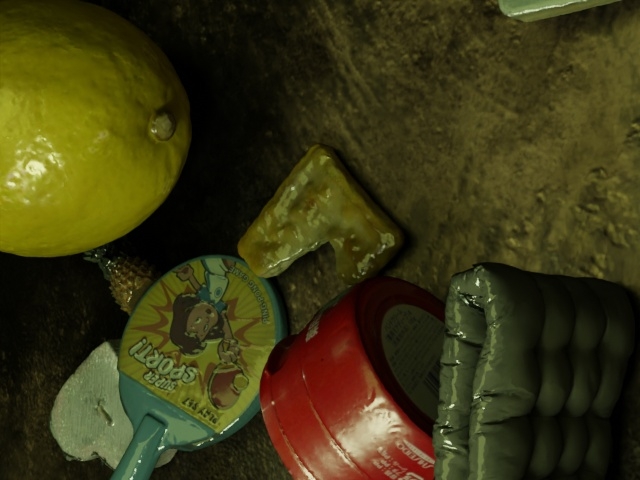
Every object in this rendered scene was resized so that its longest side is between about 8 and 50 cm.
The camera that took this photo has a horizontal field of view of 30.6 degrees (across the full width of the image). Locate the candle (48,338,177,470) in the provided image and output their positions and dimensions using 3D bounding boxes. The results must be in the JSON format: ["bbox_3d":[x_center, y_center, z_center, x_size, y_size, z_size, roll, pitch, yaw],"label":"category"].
[{"bbox_3d":[-0.265,0.210,1.512,0.192,0.068,0.168,9,94,37],"label":"candle"}]

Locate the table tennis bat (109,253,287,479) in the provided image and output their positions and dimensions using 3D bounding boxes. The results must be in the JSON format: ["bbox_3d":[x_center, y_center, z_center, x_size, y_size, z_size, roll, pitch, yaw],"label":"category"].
[{"bbox_3d":[-0.165,0.170,1.409,0.215,0.044,0.329,28,88,26],"label":"table tennis bat"}]

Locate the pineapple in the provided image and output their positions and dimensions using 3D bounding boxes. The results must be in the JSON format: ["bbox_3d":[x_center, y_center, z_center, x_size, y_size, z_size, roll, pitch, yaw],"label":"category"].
[{"bbox_3d":[-0.261,0.036,1.533,0.159,0.074,0.074,42,111,42],"label":"pineapple"}]

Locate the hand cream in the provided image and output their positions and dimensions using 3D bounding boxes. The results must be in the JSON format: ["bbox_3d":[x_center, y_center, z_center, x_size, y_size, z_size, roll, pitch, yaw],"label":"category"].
[{"bbox_3d":[0.066,0.159,1.163,0.149,0.230,0.230,-38,64,30],"label":"hand cream"}]

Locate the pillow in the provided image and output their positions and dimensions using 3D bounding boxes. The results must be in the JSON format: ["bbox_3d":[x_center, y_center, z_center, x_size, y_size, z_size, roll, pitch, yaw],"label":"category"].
[{"bbox_3d":[0.194,0.190,1.061,0.101,0.228,0.326,-3,82,43],"label":"pillow"}]

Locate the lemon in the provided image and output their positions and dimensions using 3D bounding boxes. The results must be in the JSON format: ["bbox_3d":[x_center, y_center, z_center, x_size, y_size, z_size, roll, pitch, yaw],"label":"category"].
[{"bbox_3d":[-0.331,-0.139,1.440,0.348,0.348,0.348,-5,82,38],"label":"lemon"}]

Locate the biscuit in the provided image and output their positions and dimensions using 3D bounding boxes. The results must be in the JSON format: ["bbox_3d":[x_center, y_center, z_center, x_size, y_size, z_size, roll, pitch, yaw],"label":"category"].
[{"bbox_3d":[0.000,0.000,1.342,0.183,0.039,0.174,47,108,32],"label":"biscuit"}]

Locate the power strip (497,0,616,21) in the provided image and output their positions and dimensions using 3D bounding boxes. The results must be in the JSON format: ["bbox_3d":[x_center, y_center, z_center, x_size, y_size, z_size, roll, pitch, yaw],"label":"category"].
[{"bbox_3d":[0.272,-0.318,1.153,0.213,0.064,0.198,-8,79,24],"label":"power strip"}]
